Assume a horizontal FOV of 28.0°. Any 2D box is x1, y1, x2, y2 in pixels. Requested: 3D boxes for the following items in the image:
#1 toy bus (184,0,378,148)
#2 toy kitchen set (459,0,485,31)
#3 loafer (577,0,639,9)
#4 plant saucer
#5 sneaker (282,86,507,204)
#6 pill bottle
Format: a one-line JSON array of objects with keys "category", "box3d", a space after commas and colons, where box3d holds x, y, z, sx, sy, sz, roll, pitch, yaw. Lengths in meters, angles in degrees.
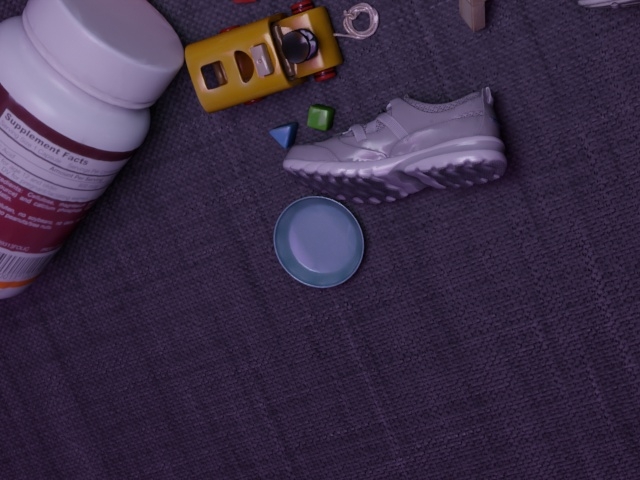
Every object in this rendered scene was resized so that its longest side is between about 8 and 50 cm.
[{"category": "toy bus", "box3d": [-0.061, -0.220, 1.539, 0.191, 0.104, 0.202, 29, 111, 8]}, {"category": "toy kitchen set", "box3d": [0.194, -0.303, 1.480, 0.083, 0.075, 0.068, -25, 54, -10]}, {"category": "loafer", "box3d": [0.417, -0.334, 1.360, 0.319, 0.112, 0.111, -20, 93, 14]}, {"category": "plant saucer", "box3d": [0.000, 0.000, 1.623, 0.119, 0.021, 0.119, 5, 106, 16]}, {"category": "sneaker", "box3d": [0.090, -0.116, 1.542, 0.281, 0.105, 0.115, -5, 69, 23]}, {"category": "pill bottle", "box3d": [-0.353, -0.132, 1.585, 0.224, 0.224, 0.392, 43, 115, 3]}]
